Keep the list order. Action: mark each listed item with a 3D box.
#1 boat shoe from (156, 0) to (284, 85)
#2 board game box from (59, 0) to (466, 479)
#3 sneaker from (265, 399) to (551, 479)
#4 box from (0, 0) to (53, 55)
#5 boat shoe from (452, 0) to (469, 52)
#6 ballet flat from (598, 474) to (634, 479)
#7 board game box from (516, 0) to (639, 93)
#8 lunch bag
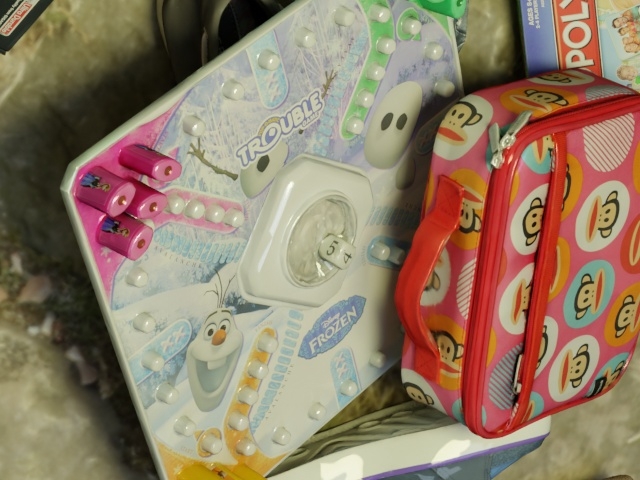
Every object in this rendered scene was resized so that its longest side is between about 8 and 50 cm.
[{"bbox_3d":[-0.043,-0.071,1.532,0.112,0.095,0.335,-29,118,-17],"label":"boat shoe"},{"bbox_3d":[0.000,0.000,1.505,0.390,0.050,0.390,-38,136,-27],"label":"board game box"},{"bbox_3d":[0.071,0.280,1.672,0.323,0.130,0.236,-15,99,-14],"label":"sneaker"},{"bbox_3d":[-0.237,-0.246,1.329,0.175,0.051,0.220,24,129,-35],"label":"box"},{"bbox_3d":[0.072,-0.143,1.588,0.083,0.065,0.183,7,104,-32],"label":"boat shoe"},{"bbox_3d":[0.172,0.323,1.785,0.106,0.107,0.316,43,84,-18],"label":"ballet flat"},{"bbox_3d":[0.284,-0.167,1.655,0.213,0.046,0.317,-9,113,1],"label":"board game box"},{"bbox_3d":[0.167,0.011,1.574,0.258,0.120,0.293,-15,121,-39],"label":"lunch bag"}]
